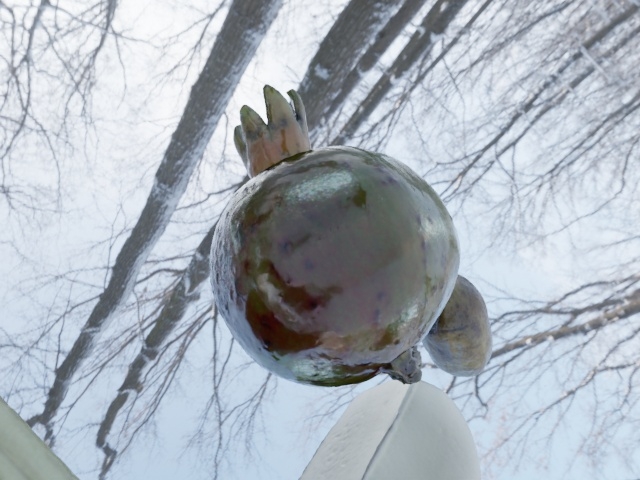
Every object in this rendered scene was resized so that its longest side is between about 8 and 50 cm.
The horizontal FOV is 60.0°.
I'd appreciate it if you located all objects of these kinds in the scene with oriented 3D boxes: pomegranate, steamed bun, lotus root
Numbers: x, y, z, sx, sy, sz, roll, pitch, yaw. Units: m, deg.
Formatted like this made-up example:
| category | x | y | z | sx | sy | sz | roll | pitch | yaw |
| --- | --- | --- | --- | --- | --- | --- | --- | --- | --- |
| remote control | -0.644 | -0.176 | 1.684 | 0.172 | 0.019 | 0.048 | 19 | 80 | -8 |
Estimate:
| category | x | y | z | sx | sy | sz | roll | pitch | yaw |
| --- | --- | --- | --- | --- | --- | --- | --- | --- | --- |
| pomegranate | 0.009 | -0.008 | 0.437 | 0.198 | 0.198 | 0.245 | 1 | -94 | -34 |
| steamed bun | 0.082 | 0.286 | 0.622 | 0.164 | 0.146 | 0.242 | 49 | -137 | -3 |
| lotus root | 0.240 | 0.145 | 1.009 | 0.145 | 0.129 | 0.260 | -89 | -18 | -52 |

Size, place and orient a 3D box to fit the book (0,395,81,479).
| category | x | y | z | sx | sy | sz | roll | pitch | yaw |
| --- | --- | --- | --- | --- | --- | --- | --- | --- | --- |
| book | -0.215 | 0.300 | 0.406 | 0.300 | 0.428 | 0.039 | 44 | -145 | 3 |
